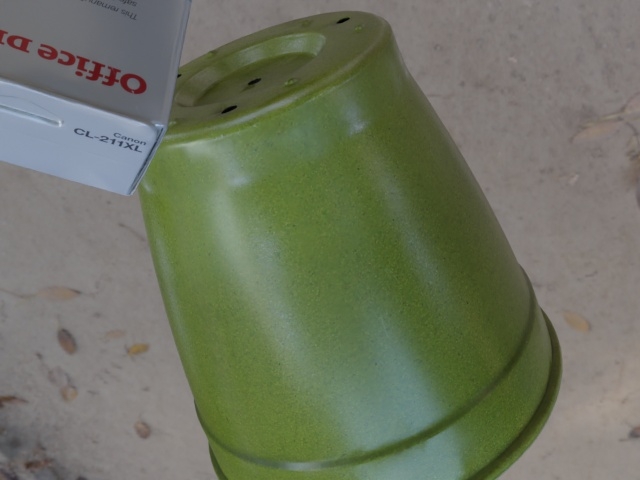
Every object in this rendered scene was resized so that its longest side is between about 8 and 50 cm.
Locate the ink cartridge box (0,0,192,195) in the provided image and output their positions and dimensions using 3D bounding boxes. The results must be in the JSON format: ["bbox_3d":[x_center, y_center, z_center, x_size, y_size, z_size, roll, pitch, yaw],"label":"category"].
[{"bbox_3d":[-0.134,-0.125,0.389,0.127,0.175,0.072,16,149,-21],"label":"ink cartridge box"}]

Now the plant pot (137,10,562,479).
[{"bbox_3d":[0.000,0.000,0.704,0.366,0.366,0.353,-11,120,20],"label":"plant pot"}]
